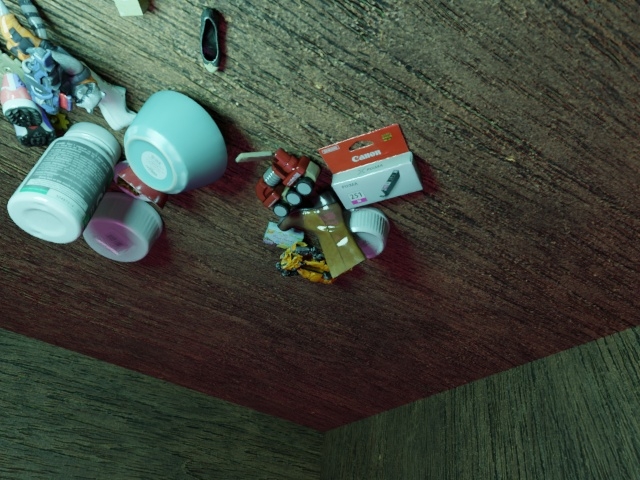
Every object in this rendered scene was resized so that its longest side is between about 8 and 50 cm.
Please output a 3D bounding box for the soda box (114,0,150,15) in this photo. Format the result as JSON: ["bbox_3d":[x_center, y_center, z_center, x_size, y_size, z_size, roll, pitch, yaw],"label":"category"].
[{"bbox_3d":[-0.466,-0.626,1.074,0.061,0.058,0.181,1,140,7],"label":"soda box"}]

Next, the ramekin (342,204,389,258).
[{"bbox_3d":[0.148,-0.021,1.678,0.207,0.109,0.207,5,141,4],"label":"ramekin"}]

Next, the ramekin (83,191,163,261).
[{"bbox_3d":[-0.762,-0.041,1.766,0.277,0.135,0.277,4,138,3],"label":"ramekin"}]

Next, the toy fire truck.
[{"bbox_3d":[-0.155,-0.209,1.481,0.246,0.158,0.217,37,134,-16],"label":"toy fire truck"}]

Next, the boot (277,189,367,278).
[{"bbox_3d":[0.000,0.000,1.626,0.264,0.096,0.280,-26,89,22],"label":"boot"}]

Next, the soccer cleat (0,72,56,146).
[{"bbox_3d":[-0.862,-0.370,1.363,0.109,0.116,0.318,-14,175,-22],"label":"soccer cleat"}]

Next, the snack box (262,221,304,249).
[{"bbox_3d":[-0.144,-0.013,1.788,0.141,0.037,0.100,15,140,-11],"label":"snack box"}]

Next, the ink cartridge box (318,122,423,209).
[{"bbox_3d":[0.160,-0.226,1.466,0.275,0.060,0.239,-14,138,24],"label":"ink cartridge box"}]

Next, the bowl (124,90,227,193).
[{"bbox_3d":[-0.448,-0.262,1.356,0.312,0.163,0.311,18,134,19],"label":"bowl"}]

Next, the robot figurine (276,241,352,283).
[{"bbox_3d":[-0.031,0.089,1.822,0.291,0.085,0.211,21,137,-32],"label":"robot figurine"}]

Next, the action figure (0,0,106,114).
[{"bbox_3d":[-0.678,-0.468,1.144,0.330,0.178,0.341,48,154,-23],"label":"action figure"}]

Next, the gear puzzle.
[{"bbox_3d":[-0.889,-0.460,1.362,0.175,0.044,0.339,-18,138,25],"label":"gear puzzle"}]

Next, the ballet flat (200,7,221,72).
[{"bbox_3d":[-0.290,-0.512,1.192,0.057,0.049,0.173,9,141,-1],"label":"ballet flat"}]

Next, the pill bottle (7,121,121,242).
[{"bbox_3d":[-0.765,-0.187,1.416,0.204,0.361,0.204,5,141,4],"label":"pill bottle"}]

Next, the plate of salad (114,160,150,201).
[{"bbox_3d":[-0.637,-0.201,1.629,0.200,0.048,0.200,5,140,4],"label":"plate of salad"}]

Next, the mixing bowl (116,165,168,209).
[{"bbox_3d":[-0.564,-0.196,1.518,0.181,0.098,0.181,36,171,7],"label":"mixing bowl"}]

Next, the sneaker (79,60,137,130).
[{"bbox_3d":[-0.617,-0.432,1.336,0.094,0.080,0.212,-27,126,1],"label":"sneaker"}]
